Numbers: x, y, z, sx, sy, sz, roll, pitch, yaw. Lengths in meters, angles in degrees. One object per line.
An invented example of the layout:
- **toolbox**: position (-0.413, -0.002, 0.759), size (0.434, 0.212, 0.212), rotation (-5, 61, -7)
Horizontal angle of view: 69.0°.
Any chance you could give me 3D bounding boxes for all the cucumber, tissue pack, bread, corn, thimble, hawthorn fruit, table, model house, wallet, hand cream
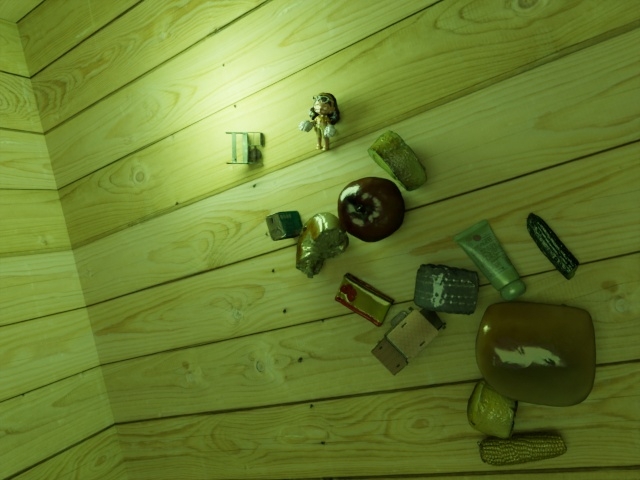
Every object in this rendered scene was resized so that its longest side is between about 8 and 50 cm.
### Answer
- **cucumber**: position (0.815, 0.019, 1.654), size (0.077, 0.077, 0.265), rotation (-42, 74, 23)
- **tissue pack**: position (-0.157, -0.067, 2.065), size (0.082, 0.169, 0.119), rotation (-20, 86, 29)
- **bread**: position (-0.002, -0.001, 1.992), size (0.314, 0.171, 0.192), rotation (-58, 34, 36)
- **bread**: position (0.739, 0.394, 1.619), size (0.376, 0.253, 0.347), rotation (5, 95, 27)
- **corn**: position (0.746, 0.775, 1.731), size (0.305, 0.106, 0.106), rotation (-17, 87, 24)
- **thimble**: position (0.474, 0.180, 1.756), size (0.237, 0.205, 0.172), rotation (10, 98, 26)
- **hawthorn fruit**: position (0.195, -0.127, 1.814), size (0.268, 0.301, 0.267), rotation (1, 93, 14)
- **table**: position (-0.356, -0.433, 2.185), size (0.176, 0.062, 0.146), rotation (0, 95, -6)
- **model house**: position (0.318, 0.393, 1.832), size (0.169, 0.244, 0.326), rotation (47, 113, 13)
- **bread**: position (0.633, 0.623, 1.726), size (0.171, 0.197, 0.197), rotation (17, 102, 19)
- **bread**: position (0.308, -0.301, 1.815), size (0.124, 0.186, 0.257), rotation (-43, 80, 5)
- **wallet**: position (0.179, 0.255, 1.985), size (0.241, 0.067, 0.141), rotation (29, 108, 20)
- **hand cream**: position (0.636, 0.078, 1.723), size (0.147, 0.093, 0.305), rotation (-30, 73, 3)

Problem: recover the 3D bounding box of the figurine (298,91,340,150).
- **figurine**: position (0.010, -0.503, 1.977), size (0.175, 0.116, 0.239), rotation (16, 107, 26)
